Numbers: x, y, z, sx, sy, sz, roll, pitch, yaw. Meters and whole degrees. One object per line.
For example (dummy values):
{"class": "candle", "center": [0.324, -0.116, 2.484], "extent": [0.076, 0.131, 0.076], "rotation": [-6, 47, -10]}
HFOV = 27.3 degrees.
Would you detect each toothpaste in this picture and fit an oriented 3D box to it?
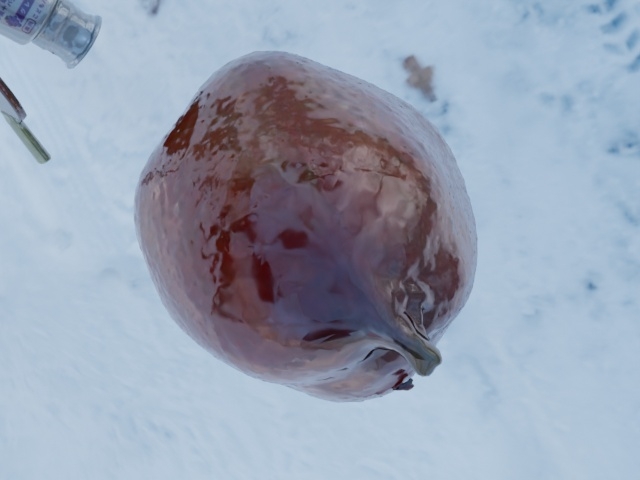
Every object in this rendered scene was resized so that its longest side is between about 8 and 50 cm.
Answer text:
{"class": "toothpaste", "center": [-0.359, -0.274, 1.310], "extent": [0.299, 0.073, 0.114], "rotation": [30, 85, -28]}

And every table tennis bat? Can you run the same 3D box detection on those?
{"class": "table tennis bat", "center": [-0.278, -0.121, 1.132], "extent": [0.013, 0.087, 0.156], "rotation": [-49, 138, -17]}

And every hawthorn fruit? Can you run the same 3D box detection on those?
{"class": "hawthorn fruit", "center": [-0.013, -0.006, 1.082], "extent": [0.295, 0.311, 0.295], "rotation": [2, 109, 5]}
